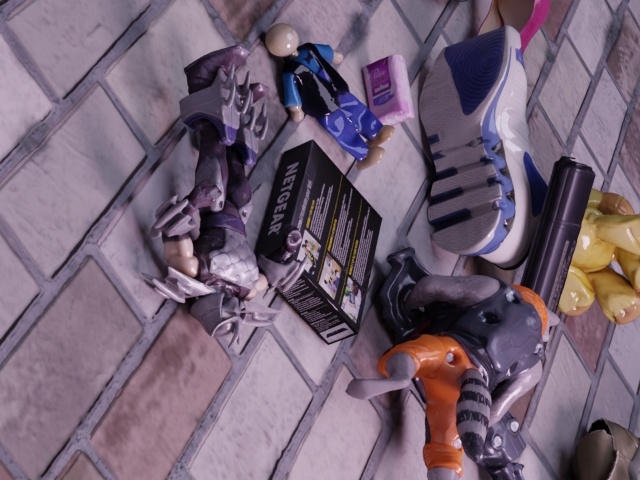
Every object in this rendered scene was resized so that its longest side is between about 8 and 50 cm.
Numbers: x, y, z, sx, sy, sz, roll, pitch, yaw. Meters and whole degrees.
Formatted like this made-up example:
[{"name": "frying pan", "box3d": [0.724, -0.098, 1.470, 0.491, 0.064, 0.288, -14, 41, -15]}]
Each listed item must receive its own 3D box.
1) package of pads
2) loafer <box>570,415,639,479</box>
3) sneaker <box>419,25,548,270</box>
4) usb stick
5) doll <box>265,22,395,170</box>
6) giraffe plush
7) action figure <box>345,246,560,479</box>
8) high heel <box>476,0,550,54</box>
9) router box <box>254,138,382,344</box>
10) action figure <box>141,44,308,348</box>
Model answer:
[{"name": "package of pads", "box3d": [0.082, -0.176, 1.977, 0.032, 0.050, 0.083, 21, 54, -51]}, {"name": "loafer", "box3d": [0.344, 0.294, 2.071, 0.087, 0.094, 0.251, 42, 22, 4]}, {"name": "sneaker", "box3d": [0.221, -0.093, 2.091, 0.182, 0.127, 0.315, 36, 50, -47]}, {"name": "usb stick", "box3d": [0.276, 0.035, 2.024, 0.077, 0.045, 0.278, 9, 97, -62]}, {"name": "doll", "box3d": [0.004, -0.170, 1.856, 0.189, 0.046, 0.129, 46, 46, -22]}, {"name": "giraffe plush", "box3d": [0.366, -0.009, 2.245, 0.210, 0.181, 0.170, 26, 27, -2]}, {"name": "action figure", "box3d": [0.180, 0.175, 1.797, 0.341, 0.178, 0.330, 57, 41, -16]}, {"name": "high heel", "box3d": [0.248, -0.308, 2.259, 0.117, 0.082, 0.244, 34, 69, -56]}, {"name": "router box", "box3d": [0.000, 0.000, 1.741, 0.133, 0.046, 0.179, 48, 36, -29]}, {"name": "action figure", "box3d": [-0.091, -0.032, 1.574, 0.185, 0.099, 0.285, 36, 47, -55]}]
